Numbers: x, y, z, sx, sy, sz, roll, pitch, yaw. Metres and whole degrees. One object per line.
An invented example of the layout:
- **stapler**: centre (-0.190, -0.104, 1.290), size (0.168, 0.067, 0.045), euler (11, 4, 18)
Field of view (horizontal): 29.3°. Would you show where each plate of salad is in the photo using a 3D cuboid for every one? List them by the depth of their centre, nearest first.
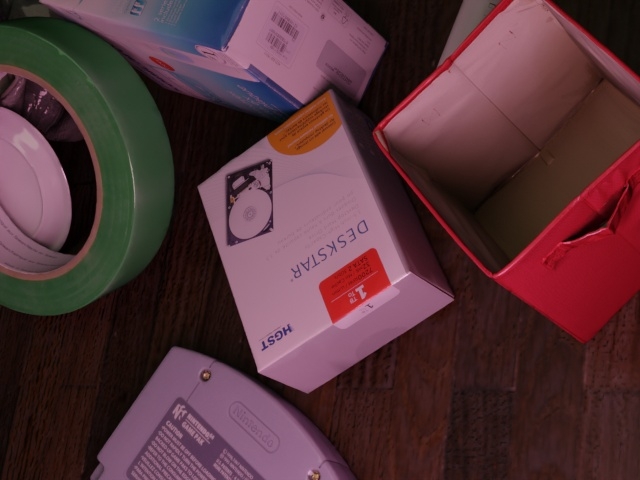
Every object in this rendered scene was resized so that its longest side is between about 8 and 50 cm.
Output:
- **plate of salad**: centre (-0.367, -0.067, 1.460), size (0.199, 0.048, 0.200), euler (13, 117, 28)

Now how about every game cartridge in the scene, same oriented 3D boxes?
- **game cartridge**: centre (-0.086, 0.238, 1.175), size (0.297, 0.062, 0.198), euler (37, 89, 39)

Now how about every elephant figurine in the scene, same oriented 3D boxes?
- **elephant figurine**: centre (-0.347, -0.186, 1.497), size (0.169, 0.186, 0.239), euler (11, 86, -6)

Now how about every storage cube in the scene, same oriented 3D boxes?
- **storage cube**: centre (0.196, -0.058, 1.016), size (0.183, 0.193, 0.215), euler (-45, 53, 11)

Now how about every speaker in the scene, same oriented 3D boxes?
- **speaker**: centre (0.147, -0.180, 1.192), size (0.055, 0.055, 0.136), euler (15, 80, 38)

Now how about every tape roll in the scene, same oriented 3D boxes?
- **tape roll**: centre (-0.312, -0.081, 1.343), size (0.321, 0.077, 0.321), euler (9, 110, 26)

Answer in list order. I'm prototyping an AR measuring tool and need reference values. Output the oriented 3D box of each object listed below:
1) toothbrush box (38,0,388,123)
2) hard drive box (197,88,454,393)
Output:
- **toothbrush box**: centre (-0.113, -0.231, 1.292), size (0.295, 0.216, 0.126), euler (22, 83, 38)
- **hard drive box**: centre (0.000, 0.000, 1.195), size (0.181, 0.089, 0.232), euler (-35, 55, 18)
